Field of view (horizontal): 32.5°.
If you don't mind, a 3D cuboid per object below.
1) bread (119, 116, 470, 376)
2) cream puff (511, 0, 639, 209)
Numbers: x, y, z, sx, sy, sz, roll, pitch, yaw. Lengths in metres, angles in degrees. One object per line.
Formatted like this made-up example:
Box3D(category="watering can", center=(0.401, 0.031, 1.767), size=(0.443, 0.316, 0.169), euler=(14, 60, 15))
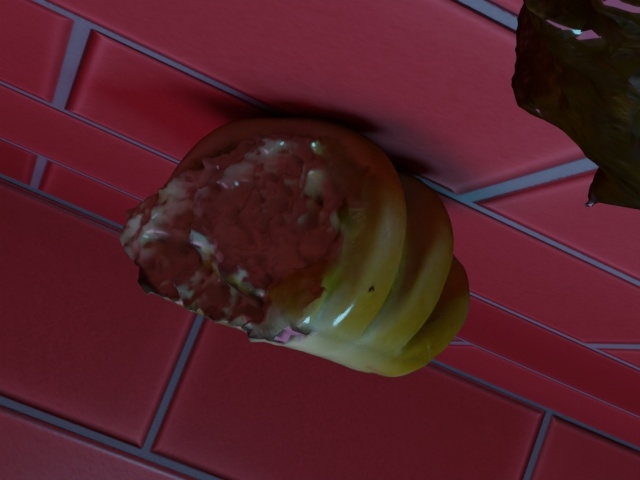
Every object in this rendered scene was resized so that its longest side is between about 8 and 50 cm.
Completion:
Box3D(category="bread", center=(0.000, 0.000, 1.050), size=(0.270, 0.211, 0.316), euler=(20, -179, -42))
Box3D(category="cream puff", center=(0.186, -0.085, 0.402), size=(0.269, 0.155, 0.241), euler=(25, 166, 16))
